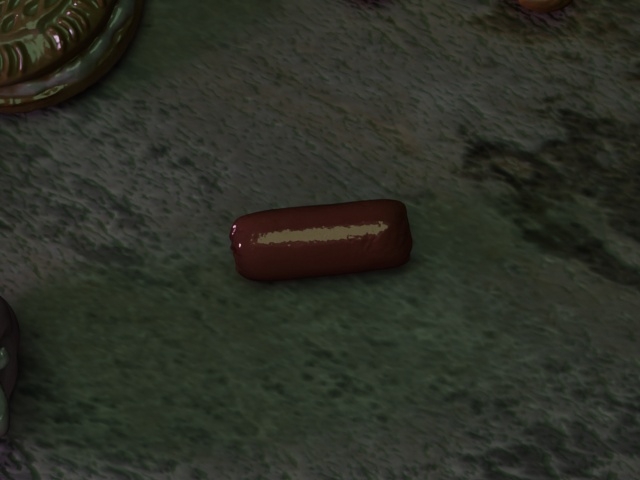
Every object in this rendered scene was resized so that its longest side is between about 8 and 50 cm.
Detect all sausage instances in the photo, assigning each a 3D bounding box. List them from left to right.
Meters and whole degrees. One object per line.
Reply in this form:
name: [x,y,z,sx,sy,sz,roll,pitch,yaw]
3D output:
sausage: [0.000,0.000,1.190,0.154,0.062,0.062,-5,73,1]

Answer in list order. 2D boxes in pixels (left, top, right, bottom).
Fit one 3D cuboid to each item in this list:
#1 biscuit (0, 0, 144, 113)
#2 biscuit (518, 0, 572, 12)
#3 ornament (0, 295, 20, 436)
biscuit: [-0.288,-0.238,1.265,0.259,0.079,0.259,-1,74,2]
biscuit: [0.078,-0.316,1.292,0.340,0.047,0.216,6,71,7]
ornament: [-0.313,0.104,1.117,0.178,0.177,0.177,-1,73,2]
